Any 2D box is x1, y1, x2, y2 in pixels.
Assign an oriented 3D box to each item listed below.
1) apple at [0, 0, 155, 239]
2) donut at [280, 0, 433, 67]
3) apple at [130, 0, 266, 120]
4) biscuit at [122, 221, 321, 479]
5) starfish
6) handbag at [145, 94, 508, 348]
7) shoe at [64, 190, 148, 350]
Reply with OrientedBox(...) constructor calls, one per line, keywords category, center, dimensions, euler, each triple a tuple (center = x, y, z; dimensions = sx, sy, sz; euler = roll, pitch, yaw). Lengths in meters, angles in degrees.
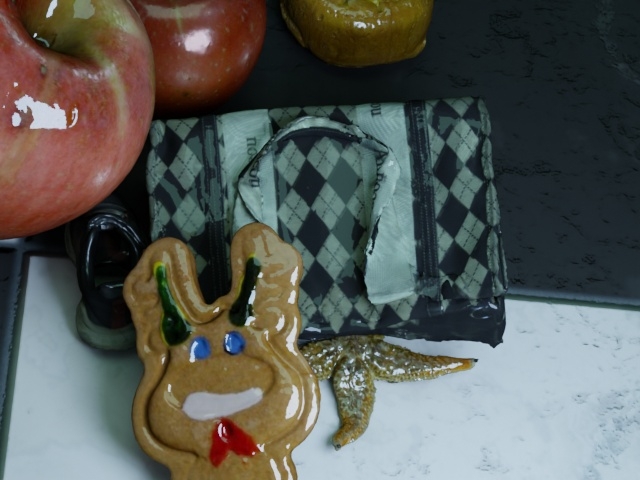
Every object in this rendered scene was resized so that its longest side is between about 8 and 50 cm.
OrientedBox(category="apple", center=(-0.372, -0.172, 1.603), dimensions=(0.364, 0.364, 0.364), euler=(7, 51, -8))
OrientedBox(category="donut", center=(0.049, -0.337, 2.007), dimensions=(0.226, 0.114, 0.226), euler=(6, 53, -8))
OrientedBox(category="apple", center=(-0.199, -0.277, 1.832), dimensions=(0.260, 0.216, 0.260), euler=(6, 53, -8))
OrientedBox(category="biscuit", center=(-0.102, 0.150, 1.530), dimensions=(0.202, 0.047, 0.334), euler=(-6, 82, 5))
OrientedBox(category="starfish", center=(0.044, 0.157, 1.664), dimensions=(0.247, 0.050, 0.138), euler=(-31, 64, -21))
OrientedBox(category="handbag", center=(0.000, 0.000, 1.671), dimensions=(0.416, 0.180, 0.316), euler=(-3, 55, 2))
OrientedBox(category="shoe", center=(-0.239, 0.013, 1.663), dimensions=(0.099, 0.112, 0.227), euler=(-2, 55, -13))
